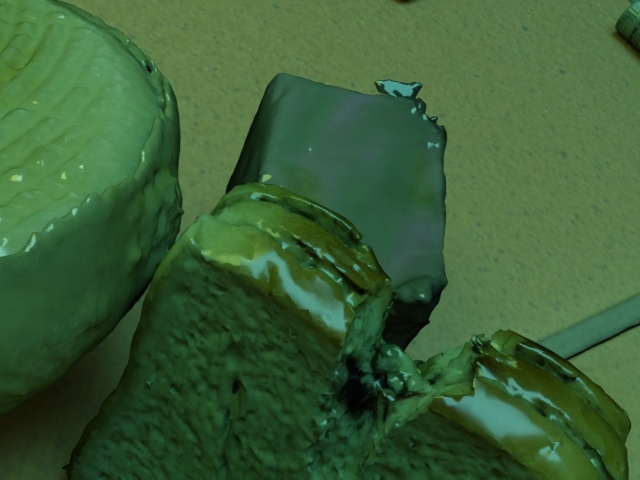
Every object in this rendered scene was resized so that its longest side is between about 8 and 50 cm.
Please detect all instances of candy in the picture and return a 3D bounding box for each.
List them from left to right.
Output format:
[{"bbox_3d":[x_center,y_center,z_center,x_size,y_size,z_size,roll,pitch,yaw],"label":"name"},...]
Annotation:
[{"bbox_3d":[0.000,0.000,0.696,0.137,0.185,0.195,16,50,-13],"label":"candy"}]

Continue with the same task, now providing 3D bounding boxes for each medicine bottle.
[{"bbox_3d":[0.358,-0.215,1.075,0.047,0.047,0.083,-27,67,-34],"label":"medicine bottle"}]

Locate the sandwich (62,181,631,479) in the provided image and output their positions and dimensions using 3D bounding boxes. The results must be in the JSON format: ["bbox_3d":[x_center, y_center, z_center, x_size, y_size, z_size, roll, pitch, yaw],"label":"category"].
[{"bbox_3d":[0.012,0.118,0.565,0.273,0.249,0.095,34,37,6],"label":"sandwich"}]

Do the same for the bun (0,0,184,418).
[{"bbox_3d":[-0.253,-0.006,0.588,0.364,0.202,0.364,3,37,-2],"label":"bun"}]
